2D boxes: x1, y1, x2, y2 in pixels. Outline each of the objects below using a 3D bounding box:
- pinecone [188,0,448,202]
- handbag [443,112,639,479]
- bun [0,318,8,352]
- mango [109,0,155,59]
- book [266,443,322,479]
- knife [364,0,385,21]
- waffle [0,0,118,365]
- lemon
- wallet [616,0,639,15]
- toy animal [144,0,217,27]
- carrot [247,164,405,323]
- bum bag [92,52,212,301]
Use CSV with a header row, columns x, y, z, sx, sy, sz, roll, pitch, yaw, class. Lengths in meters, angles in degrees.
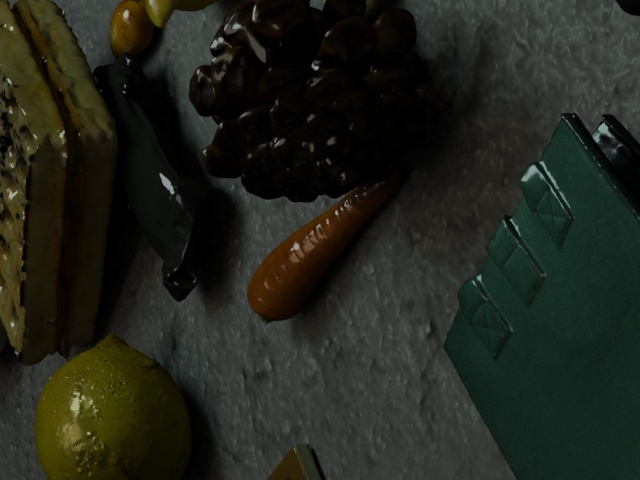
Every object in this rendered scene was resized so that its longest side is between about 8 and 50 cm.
x,y,z,sx,sy,sz,roll,pitch,yaw,class
-0.010,-0.133,1.626,0.229,0.202,0.201,-25,28,18,pinecone
0.225,0.080,1.385,0.274,0.100,0.269,57,138,40,handbag
-0.455,0.079,2.384,0.183,0.102,0.183,5,99,38,bun
-0.216,-0.236,2.076,0.089,0.046,0.060,-59,45,44,mango
-0.013,0.377,1.799,0.208,0.020,0.295,-54,48,42,book
-0.013,-0.179,1.802,0.298,0.017,0.047,-43,54,52,knife
-0.330,-0.063,2.112,0.376,0.114,0.261,105,148,-45,waffle
-0.224,0.201,1.981,0.173,0.173,0.206,-40,46,49,lemon
0.333,-0.318,1.246,0.406,0.062,0.228,-21,73,54,wallet
-0.125,-0.336,1.860,0.230,0.156,0.156,-58,45,34,toy animal
0.000,0.000,1.750,0.257,0.061,0.061,-50,51,41,carrot
-0.182,-0.084,2.001,0.326,0.079,0.142,62,148,34,bum bag
